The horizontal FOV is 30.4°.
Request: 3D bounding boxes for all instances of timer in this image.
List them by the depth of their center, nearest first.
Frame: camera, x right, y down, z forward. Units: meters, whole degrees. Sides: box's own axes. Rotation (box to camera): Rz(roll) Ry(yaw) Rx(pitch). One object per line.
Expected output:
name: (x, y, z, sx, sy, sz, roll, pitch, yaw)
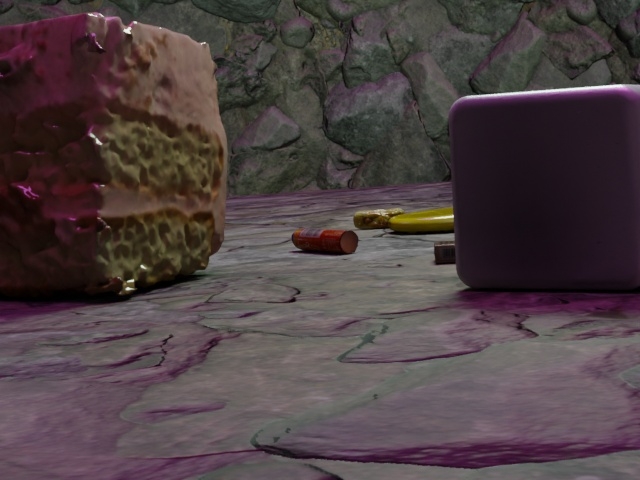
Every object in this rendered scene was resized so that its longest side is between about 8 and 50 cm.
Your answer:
timer: (0.257, -0.057, 1.200, 0.194, 0.192, 0.195, 0, 6, 31)

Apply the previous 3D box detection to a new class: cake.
cake: (-0.296, -0.097, 1.412, 0.314, 0.306, 0.293, -1, 4, 26)

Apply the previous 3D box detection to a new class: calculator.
calculator: (0.225, -0.036, 1.877, 0.235, 0.032, 0.146, -6, 6, -8)

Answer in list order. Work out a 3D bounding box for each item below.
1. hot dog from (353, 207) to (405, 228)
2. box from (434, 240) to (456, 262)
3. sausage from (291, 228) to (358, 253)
hot dog: (0.101, -0.035, 1.976, 0.090, 0.030, 0.034, -5, 14, -12)
box: (0.180, 0.012, 1.433, 0.083, 0.024, 0.053, -5, 5, 4)
sausage: (0.000, 0.000, 1.642, 0.034, 0.034, 0.129, -8, 6, -37)
